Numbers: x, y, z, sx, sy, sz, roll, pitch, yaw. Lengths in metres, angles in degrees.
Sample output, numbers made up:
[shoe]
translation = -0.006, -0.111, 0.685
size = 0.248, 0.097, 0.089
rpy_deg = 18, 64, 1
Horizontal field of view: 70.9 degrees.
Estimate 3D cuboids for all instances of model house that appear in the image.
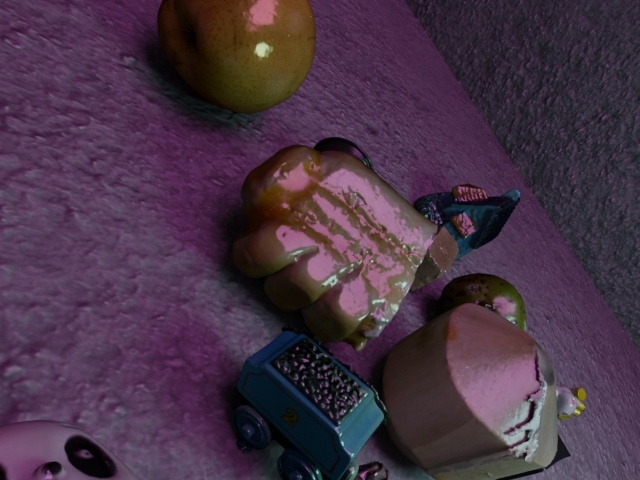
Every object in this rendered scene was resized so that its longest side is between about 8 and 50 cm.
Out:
[model house]
translation = 0.463, -0.095, 1.361
size = 0.261, 0.241, 0.226
rpy_deg = -19, 78, -52

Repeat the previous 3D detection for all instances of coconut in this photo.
[coconut]
translation = 0.276, 0.272, 0.809
size = 0.323, 0.323, 0.323
rpy_deg = 28, 43, -30

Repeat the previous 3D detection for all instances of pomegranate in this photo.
[pomegranate]
translation = 0.390, 0.193, 1.103
size = 0.263, 0.211, 0.211
rpy_deg = 61, 15, -60

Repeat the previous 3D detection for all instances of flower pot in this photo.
[flower pot]
translation = 0.026, -0.137, 1.001
size = 0.157, 0.157, 0.107
rpy_deg = 45, 51, -11

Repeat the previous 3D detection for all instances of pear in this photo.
[pear]
translation = -0.160, -0.407, 0.896
size = 0.314, 0.314, 0.314
rpy_deg = 28, 43, -30

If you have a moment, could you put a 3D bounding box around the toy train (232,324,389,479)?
[toy train]
translation = -0.023, 0.227, 0.601
size = 0.203, 0.163, 0.112
rpy_deg = 34, 36, 18

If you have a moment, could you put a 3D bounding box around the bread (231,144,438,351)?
[bread]
translation = 0.000, 0.000, 0.805
size = 0.341, 0.210, 0.300
rpy_deg = 36, 62, -12

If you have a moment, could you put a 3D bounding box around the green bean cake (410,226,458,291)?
[green bean cake]
translation = 0.276, 0.045, 1.149
size = 0.085, 0.109, 0.179
rpy_deg = 53, 36, -1

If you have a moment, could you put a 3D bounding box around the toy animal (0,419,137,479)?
[toy animal]
translation = -0.239, 0.266, 0.357
size = 0.187, 0.165, 0.235
rpy_deg = 15, 49, -56

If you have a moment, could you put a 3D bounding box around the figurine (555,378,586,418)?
[figurine]
translation = 0.675, 0.446, 1.292
size = 0.178, 0.109, 0.129
rpy_deg = 16, 24, -40

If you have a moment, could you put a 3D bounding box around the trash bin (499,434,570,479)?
[trash bin]
translation = 0.443, 0.410, 1.042
size = 0.165, 0.115, 0.225
rpy_deg = 9, 51, -42

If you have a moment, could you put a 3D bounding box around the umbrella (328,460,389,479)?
[umbrella]
translation = 0.077, 0.486, 0.583
size = 0.106, 0.113, 0.357
rpy_deg = 7, 61, -27
